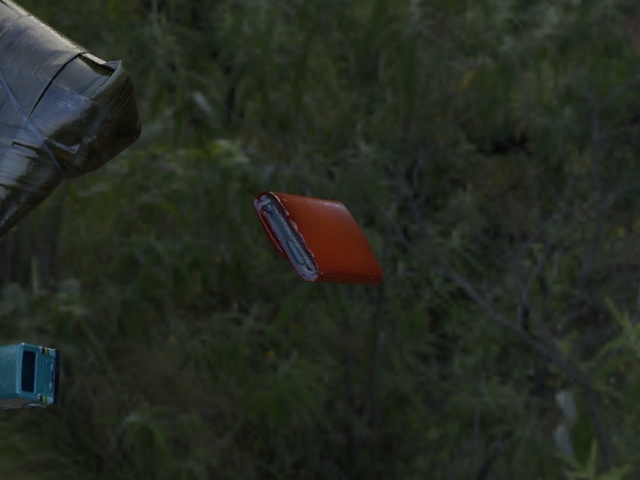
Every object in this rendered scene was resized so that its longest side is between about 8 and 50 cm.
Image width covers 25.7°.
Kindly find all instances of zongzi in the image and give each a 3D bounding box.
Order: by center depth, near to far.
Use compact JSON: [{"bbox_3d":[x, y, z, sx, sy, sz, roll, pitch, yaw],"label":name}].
[{"bbox_3d":[-0.395,-0.132,1.593,0.286,0.138,0.300,33,70,15],"label":"zongzi"}]

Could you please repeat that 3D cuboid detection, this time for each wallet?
[{"bbox_3d":[0.000,0.000,1.878,0.142,0.045,0.204,58,21,17],"label":"wallet"}]

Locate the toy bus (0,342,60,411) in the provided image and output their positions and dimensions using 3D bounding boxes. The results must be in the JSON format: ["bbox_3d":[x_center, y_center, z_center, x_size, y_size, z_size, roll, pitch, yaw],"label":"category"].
[{"bbox_3d":[-0.422,0.178,1.809,0.160,0.079,0.092,-9,-18,30],"label":"toy bus"}]
